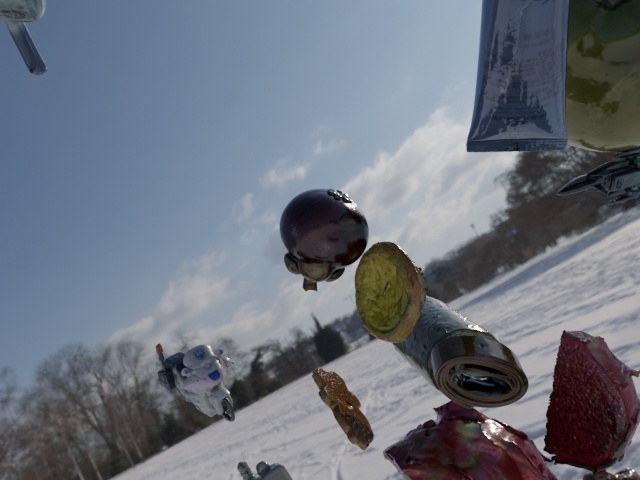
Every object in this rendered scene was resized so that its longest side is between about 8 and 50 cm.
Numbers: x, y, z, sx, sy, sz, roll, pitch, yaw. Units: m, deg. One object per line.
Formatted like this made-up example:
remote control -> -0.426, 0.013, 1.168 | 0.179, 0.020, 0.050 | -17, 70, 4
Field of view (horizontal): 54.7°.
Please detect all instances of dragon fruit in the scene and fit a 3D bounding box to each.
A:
dragon fruit -> 0.304, 0.460, 1.169 | 0.249, 0.386, 0.371 | -42, 27, -10
dragon fruit -> 0.488, 0.286, 1.049 | 0.126, 0.274, 0.161 | -10, 23, -24

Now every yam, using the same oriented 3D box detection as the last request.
yam -> 0.250, 0.214, 1.278 | 0.161, 0.161, 0.268 | -28, 12, -8

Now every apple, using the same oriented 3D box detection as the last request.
apple -> 0.641, -0.422, 1.372 | 0.474, 0.473, 0.473 | -29, -11, -6

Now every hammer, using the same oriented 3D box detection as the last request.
hammer -> -0.483, -0.338, 0.996 | 0.116, 0.069, 0.194 | 3, -31, -1

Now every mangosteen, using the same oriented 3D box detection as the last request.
mangosteen -> 0.000, 0.000, 1.158 | 0.200, 0.199, 0.200 | -29, -11, -6

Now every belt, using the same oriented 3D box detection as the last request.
belt -> 0.136, 0.115, 0.541 | 0.036, 0.083, 0.059 | -91, 20, -61

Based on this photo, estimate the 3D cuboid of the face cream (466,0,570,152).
face cream -> 0.234, -0.226, 0.719 | 0.136, 0.086, 0.385 | 1, -31, 16

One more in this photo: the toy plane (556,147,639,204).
toy plane -> 0.735, -0.160, 1.554 | 0.326, 0.104, 0.222 | -24, -48, -21

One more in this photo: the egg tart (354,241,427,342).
egg tart -> 0.136, 0.093, 1.149 | 0.074, 0.191, 0.191 | -7, -22, -31

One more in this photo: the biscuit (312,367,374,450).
biscuit -> 0.046, 0.328, 1.218 | 0.027, 0.184, 0.133 | -43, -24, 11

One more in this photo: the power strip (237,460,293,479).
power strip -> -0.038, 0.518, 1.056 | 0.098, 0.338, 0.058 | -32, -5, -23

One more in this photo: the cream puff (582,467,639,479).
cream puff -> 0.624, 0.589, 1.249 | 0.241, 0.269, 0.155 | -60, -17, -17

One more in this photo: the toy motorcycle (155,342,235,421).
toy motorcycle -> -0.239, 0.265, 1.200 | 0.102, 0.150, 0.221 | -28, 20, -34
